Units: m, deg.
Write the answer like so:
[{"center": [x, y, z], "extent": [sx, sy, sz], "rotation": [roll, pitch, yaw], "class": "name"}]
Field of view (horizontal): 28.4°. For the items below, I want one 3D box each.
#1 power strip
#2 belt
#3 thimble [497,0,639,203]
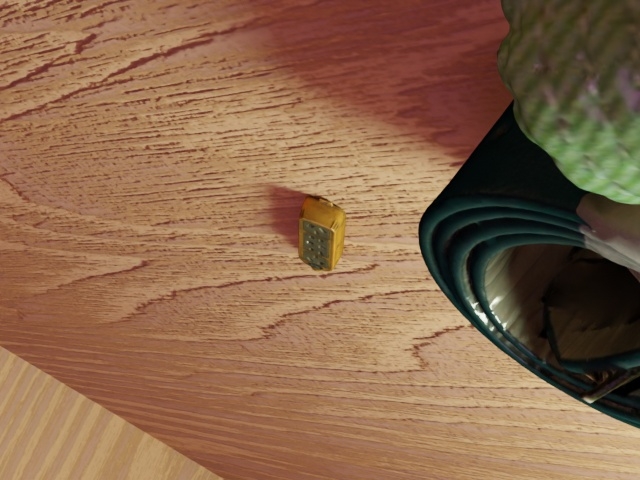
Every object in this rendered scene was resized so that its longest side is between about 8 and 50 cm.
[{"center": [0.000, 0.000, 1.428], "extent": [0.049, 0.028, 0.178], "rotation": [21, 160, 7], "class": "power strip"}, {"center": [0.239, 0.015, 0.918], "extent": [0.300, 0.173, 0.436], "rotation": [38, 163, -7], "class": "belt"}, {"center": [0.195, -0.122, 0.638], "extent": [0.150, 0.219, 0.219], "rotation": [3, 151, 44], "class": "thimble"}]
